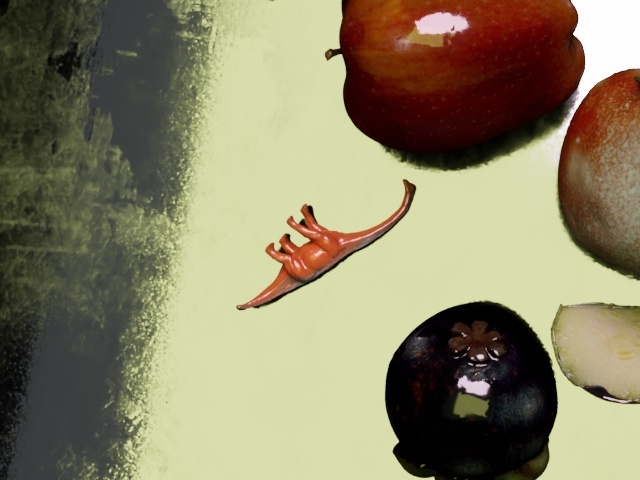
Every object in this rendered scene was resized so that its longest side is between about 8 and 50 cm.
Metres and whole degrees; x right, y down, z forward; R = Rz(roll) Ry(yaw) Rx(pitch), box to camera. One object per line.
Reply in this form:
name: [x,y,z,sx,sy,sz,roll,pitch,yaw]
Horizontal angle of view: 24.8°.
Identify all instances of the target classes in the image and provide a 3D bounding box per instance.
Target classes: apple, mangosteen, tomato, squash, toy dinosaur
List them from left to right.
toy dinosaur: [0.000,-0.001,1.910,0.279,0.055,0.101,-43,92,4]
apple: [0.161,-0.252,1.781,0.317,0.288,0.288,-9,87,1]
mangosteen: [0.185,0.207,1.805,0.243,0.243,0.243,0,89,9]
squash: [0.384,0.165,1.819,0.192,0.184,0.085,0,128,11]
tomato: [0.432,-0.066,1.748,0.303,0.303,0.239,23,108,9]
